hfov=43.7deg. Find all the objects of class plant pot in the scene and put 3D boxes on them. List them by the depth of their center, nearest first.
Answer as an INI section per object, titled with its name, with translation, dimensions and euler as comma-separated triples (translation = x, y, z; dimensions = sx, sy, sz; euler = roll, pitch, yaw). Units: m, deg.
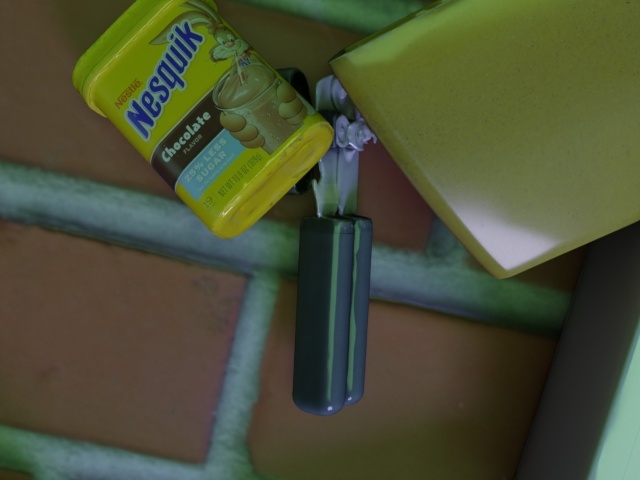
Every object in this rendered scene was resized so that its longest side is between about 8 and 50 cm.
[plant pot]
translation = 0.145, -0.098, 0.577
dimensions = 0.212, 0.212, 0.187
euler = -25, 103, 10

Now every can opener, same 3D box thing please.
[can opener]
translation = 0.000, 0.000, 0.660
dimensions = 0.093, 0.074, 0.280
euler = 0, 93, 30

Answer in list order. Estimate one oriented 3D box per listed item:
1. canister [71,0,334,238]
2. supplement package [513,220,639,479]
[canister]
translation = -0.088, -0.100, 0.604
dimensions = 0.126, 0.073, 0.170
euler = -44, 75, 3
[supplement package]
translation = 0.262, 0.122, 0.603
dimensions = 0.145, 0.204, 0.261
euler = 17, 93, 6
